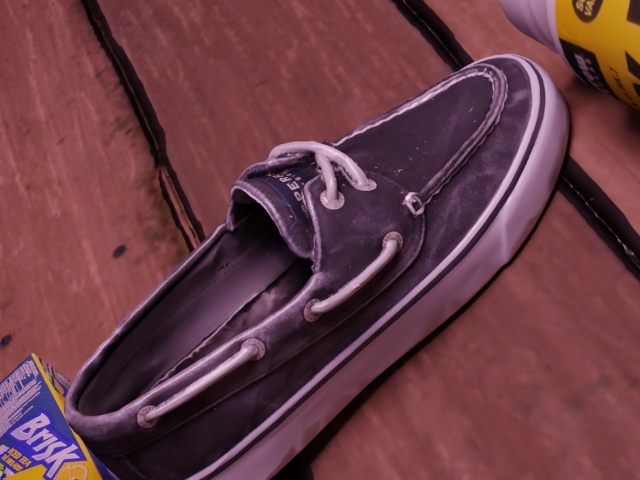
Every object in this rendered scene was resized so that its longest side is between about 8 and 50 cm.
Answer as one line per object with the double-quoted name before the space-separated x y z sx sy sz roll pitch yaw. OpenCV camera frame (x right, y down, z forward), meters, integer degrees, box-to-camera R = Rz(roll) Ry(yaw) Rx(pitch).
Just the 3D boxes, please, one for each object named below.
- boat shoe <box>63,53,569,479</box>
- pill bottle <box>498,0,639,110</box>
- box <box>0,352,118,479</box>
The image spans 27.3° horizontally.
"boat shoe" 0.000 0.000 0.646 0.301 0.102 0.108 -43 40 -9
"pill bottle" 0.177 -0.108 0.590 0.119 0.119 0.208 -46 38 -4
"box" -0.124 0.131 0.673 0.054 0.059 0.169 -44 38 0
